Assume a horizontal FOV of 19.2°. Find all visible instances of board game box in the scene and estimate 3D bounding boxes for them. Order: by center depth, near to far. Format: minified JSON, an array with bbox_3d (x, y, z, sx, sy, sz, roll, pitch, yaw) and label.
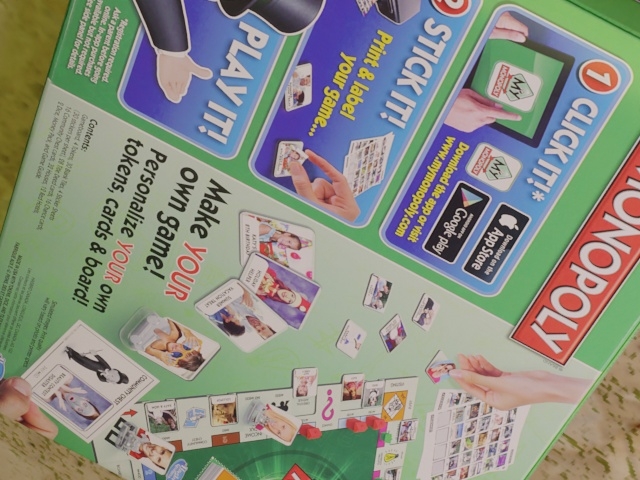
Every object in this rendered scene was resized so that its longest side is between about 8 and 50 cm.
[{"bbox_3d":[0.000,0.000,0.659,0.213,0.046,0.317,27,137,0],"label":"board game box"}]
